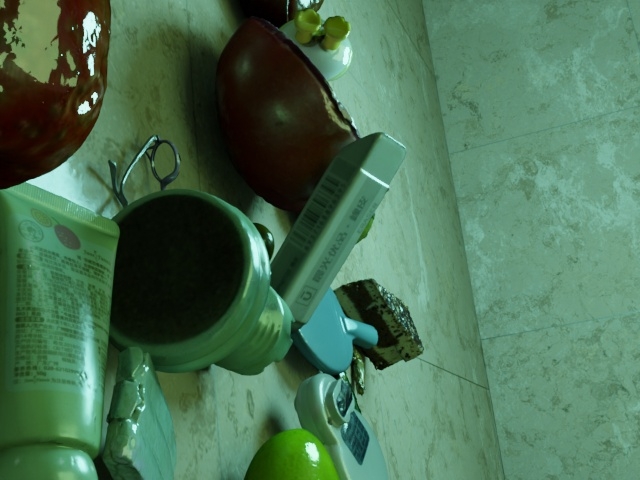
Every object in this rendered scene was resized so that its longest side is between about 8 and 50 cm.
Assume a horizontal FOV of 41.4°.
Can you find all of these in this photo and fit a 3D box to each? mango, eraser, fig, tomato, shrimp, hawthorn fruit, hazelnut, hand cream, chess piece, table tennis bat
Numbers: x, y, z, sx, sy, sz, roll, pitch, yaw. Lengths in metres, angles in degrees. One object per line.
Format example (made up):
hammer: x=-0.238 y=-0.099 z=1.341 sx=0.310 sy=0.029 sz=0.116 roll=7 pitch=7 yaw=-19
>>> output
mango: x=-0.029 y=0.388 z=1.076 sx=0.185 sy=0.149 sz=0.273 roll=-18 pitch=89 yaw=-64
eraser: x=0.000 y=0.000 z=1.207 sx=0.089 sy=0.061 sz=0.352 roll=23 pitch=98 yaw=-54
fig: x=-0.104 y=0.017 z=1.228 sx=0.088 sy=0.074 sz=0.074 roll=96 pitch=1 yaw=-45
tomato: x=-0.067 y=-0.170 z=1.305 sx=0.290 sy=0.176 sz=0.335 roll=52 pitch=-1 yaw=23
shrimp: x=0.063 y=0.240 z=1.623 sx=0.083 sy=0.023 sz=0.114 roll=50 pitch=27 yaw=-48
hawthorn fruit: x=-0.270 y=-0.160 z=0.619 sx=0.262 sy=0.258 sz=0.258 roll=51 pitch=16 yaw=11
hazelnut: x=-0.064 y=-0.451 z=1.509 sx=0.170 sy=0.160 sz=0.202 roll=59 pitch=20 yaw=-44
hand cream: x=-0.240 y=0.091 z=0.755 sx=0.147 sy=0.093 sz=0.306 roll=28 pitch=49 yaw=-45
chess piece: x=-0.124 y=0.075 z=0.990 sx=0.299 sy=0.194 sz=0.195 roll=55 pitch=27 yaw=-68
table tennis bat: x=0.011 y=0.135 z=1.459 sx=0.329 sy=0.044 sz=0.215 roll=31 pitch=36 yaw=-56

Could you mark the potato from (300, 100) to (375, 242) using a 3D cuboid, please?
potato: x=0.012 y=-0.120 z=1.526 sx=0.176 sy=0.141 sz=0.298 roll=-118 pitch=-169 yaw=-70

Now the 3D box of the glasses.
glasses: x=-0.220 y=-0.062 z=1.014 sx=0.104 sy=0.062 sz=0.140 roll=-5 pitch=81 yaw=-49

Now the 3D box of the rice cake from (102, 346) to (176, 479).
rice cake: x=-0.174 y=0.204 z=0.828 sx=0.211 sy=0.038 sz=0.124 roll=91 pitch=-1 yaw=-56

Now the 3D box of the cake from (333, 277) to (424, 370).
cake: x=0.097 y=0.130 z=1.665 sx=0.246 sy=0.112 sz=0.135 roll=53 pitch=18 yaw=-34

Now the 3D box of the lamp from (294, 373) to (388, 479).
lamp: x=0.020 y=0.321 z=1.280 sx=0.179 sy=0.108 sz=0.246 roll=-58 pitch=127 yaw=-72

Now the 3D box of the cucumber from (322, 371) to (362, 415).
cucumber: x=0.054 y=0.347 z=1.468 sx=0.067 sy=0.067 sz=0.293 roll=-28 pitch=103 yaw=-70

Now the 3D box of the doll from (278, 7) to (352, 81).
doll: x=-0.026 y=-0.318 z=1.487 sx=0.296 sy=0.141 sz=0.117 roll=170 pitch=-75 yaw=-78
